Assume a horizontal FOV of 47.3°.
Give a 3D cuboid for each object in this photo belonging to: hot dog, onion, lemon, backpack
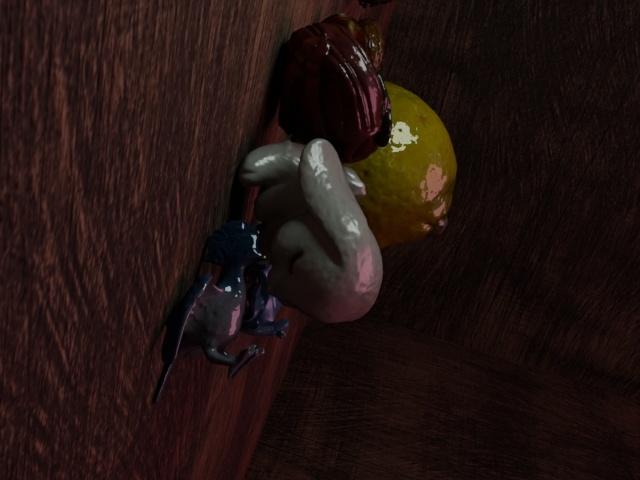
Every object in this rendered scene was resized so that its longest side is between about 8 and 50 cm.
[{"bbox_3d":[0.134,-0.538,2.168,0.160,0.099,0.227,-65,173,-60],"label":"hot dog"},{"bbox_3d":[0.038,-0.370,1.394,0.119,0.118,0.117,-68,151,-52],"label":"onion"},{"bbox_3d":[0.118,-0.152,1.555,0.350,0.387,0.350,-47,166,-15],"label":"lemon"},{"bbox_3d":[0.016,-0.238,1.155,0.138,0.229,0.229,-28,157,-19],"label":"backpack"}]

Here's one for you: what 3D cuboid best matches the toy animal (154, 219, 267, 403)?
[{"bbox_3d":[-0.154,0.106,1.012,0.255,0.176,0.239,-38,168,-6],"label":"toy animal"}]

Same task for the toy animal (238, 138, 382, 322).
[{"bbox_3d":[0.000,0.000,1.094,0.265,0.205,0.272,-117,-162,-46],"label":"toy animal"}]

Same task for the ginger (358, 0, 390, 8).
[{"bbox_3d":[0.128,-0.623,1.667,0.133,0.107,0.309,-59,171,-5],"label":"ginger"}]

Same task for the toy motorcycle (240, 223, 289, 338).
[{"bbox_3d":[-0.098,0.070,1.322,0.272,0.123,0.182,-68,163,-50],"label":"toy motorcycle"}]
